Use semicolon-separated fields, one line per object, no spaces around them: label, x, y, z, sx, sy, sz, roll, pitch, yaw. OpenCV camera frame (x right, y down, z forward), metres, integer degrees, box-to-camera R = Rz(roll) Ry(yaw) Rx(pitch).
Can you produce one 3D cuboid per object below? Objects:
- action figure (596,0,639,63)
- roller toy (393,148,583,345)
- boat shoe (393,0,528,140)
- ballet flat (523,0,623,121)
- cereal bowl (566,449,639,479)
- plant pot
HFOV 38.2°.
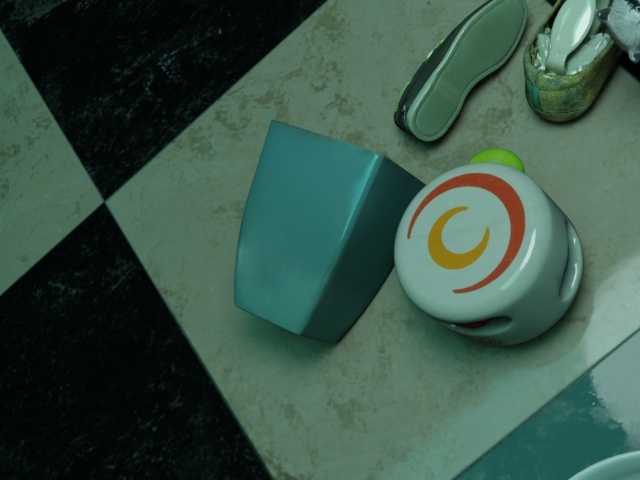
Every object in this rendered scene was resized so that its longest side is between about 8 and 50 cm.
action figure;0.448;-0.289;0.947;0.330;0.178;0.341;-31;25;7
roller toy;0.194;0.021;1.065;0.209;0.146;0.191;-44;50;11
boat shoe;0.178;-0.233;1.205;0.228;0.081;0.068;-51;30;-2
ballet flat;0.354;-0.311;1.131;0.123;0.123;0.349;28;85;31
cereal bowl;0.347;0.373;0.864;0.339;0.141;0.339;-9;67;22
plant pot;0.000;0.000;1.161;0.165;0.165;0.234;20;89;30
